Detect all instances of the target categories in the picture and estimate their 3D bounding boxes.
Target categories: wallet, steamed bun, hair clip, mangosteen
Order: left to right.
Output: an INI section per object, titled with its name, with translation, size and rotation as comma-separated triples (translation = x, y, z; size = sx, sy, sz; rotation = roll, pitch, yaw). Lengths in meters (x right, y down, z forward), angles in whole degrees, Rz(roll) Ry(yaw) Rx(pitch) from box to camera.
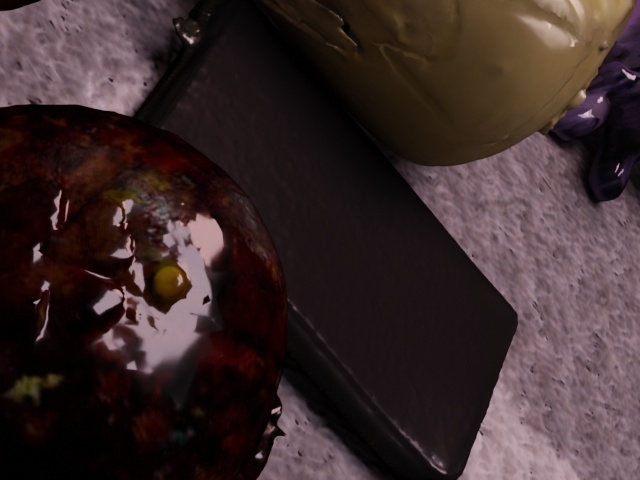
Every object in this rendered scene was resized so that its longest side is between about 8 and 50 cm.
[mangosteen]
translation = -0.095, 0.034, 0.645
size = 0.172, 0.184, 0.172
rotation = 1, 87, -12
[wallet]
translation = 0.000, 0.000, 0.889
size = 0.250, 0.044, 0.149
rotation = 48, 39, -20
[steamed bun]
translation = 0.050, -0.163, 0.972
size = 0.232, 0.166, 0.273
rotation = 40, 30, -10
[hair clip]
translation = 0.218, -0.125, 1.248
size = 0.137, 0.090, 0.278
rotation = 55, 29, -18

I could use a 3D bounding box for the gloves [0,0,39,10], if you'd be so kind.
[gloves]
translation = -0.167, -0.216, 0.756
size = 0.145, 0.126, 0.241
rotation = -8, 80, -50
